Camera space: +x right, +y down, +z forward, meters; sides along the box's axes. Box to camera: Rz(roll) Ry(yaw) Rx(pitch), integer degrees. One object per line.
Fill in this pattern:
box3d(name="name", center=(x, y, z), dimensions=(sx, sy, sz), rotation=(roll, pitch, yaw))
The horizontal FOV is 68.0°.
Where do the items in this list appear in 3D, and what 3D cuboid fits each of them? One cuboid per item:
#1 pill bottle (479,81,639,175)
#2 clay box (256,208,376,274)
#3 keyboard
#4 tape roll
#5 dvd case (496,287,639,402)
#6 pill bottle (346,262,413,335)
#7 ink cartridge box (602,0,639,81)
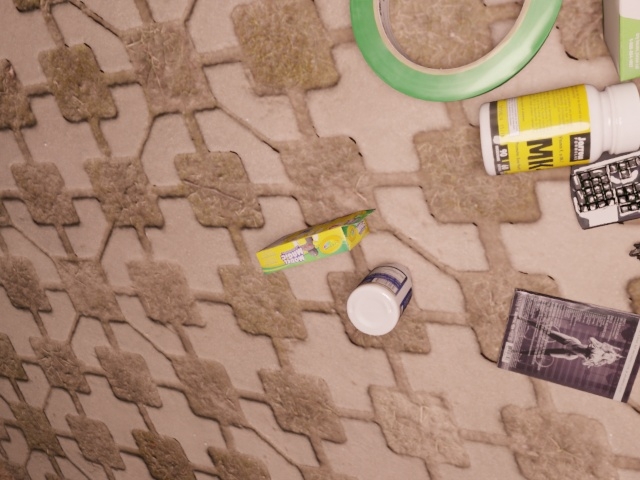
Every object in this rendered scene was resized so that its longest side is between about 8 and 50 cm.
box3d(name="pill bottle", center=(0.358, -0.170, 0.725), dimensions=(0.208, 0.119, 0.119), rotation=(-6, 104, 25))
box3d(name="clay box", center=(0.000, 0.000, 0.927), dimensions=(0.222, 0.127, 0.053), rotation=(-16, 100, 27))
box3d(name="keyboard", center=(0.561, -0.070, 0.711), dimensions=(0.317, 0.033, 0.202), rotation=(-16, 99, 30))
box3d(name="tape roll", center=(0.208, -0.386, 0.747), dimensions=(0.321, 0.077, 0.321), rotation=(7, 108, 21))
box3d(name="dvd case", center=(0.449, 0.186, 0.853), dimensions=(0.221, 0.018, 0.165), rotation=(12, 109, 20))
box3d(name="pill bottle", center=(0.119, 0.100, 0.882), dimensions=(0.094, 0.169, 0.094), rotation=(7, 108, 22))
box3d(name="ink cartridge box", center=(0.501, -0.339, 0.566), dimensions=(0.272, 0.115, 0.198), rotation=(-11, 139, 25))
